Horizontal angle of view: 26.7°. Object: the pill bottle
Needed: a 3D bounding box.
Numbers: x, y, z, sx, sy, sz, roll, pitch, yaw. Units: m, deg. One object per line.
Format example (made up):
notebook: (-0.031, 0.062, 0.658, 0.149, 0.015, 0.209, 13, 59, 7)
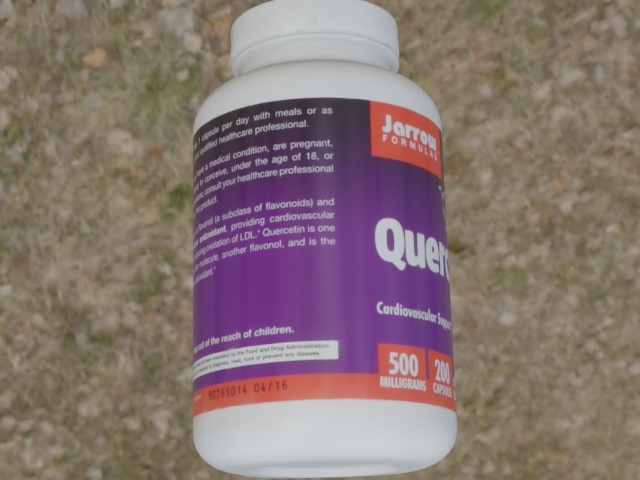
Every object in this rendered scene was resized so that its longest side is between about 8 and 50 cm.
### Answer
pill bottle: (0.000, 0.000, 0.955, 0.181, 0.323, 0.181, -1, 165, 0)
